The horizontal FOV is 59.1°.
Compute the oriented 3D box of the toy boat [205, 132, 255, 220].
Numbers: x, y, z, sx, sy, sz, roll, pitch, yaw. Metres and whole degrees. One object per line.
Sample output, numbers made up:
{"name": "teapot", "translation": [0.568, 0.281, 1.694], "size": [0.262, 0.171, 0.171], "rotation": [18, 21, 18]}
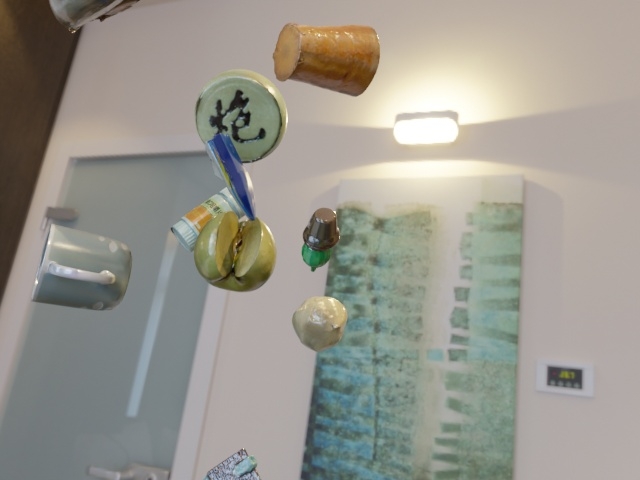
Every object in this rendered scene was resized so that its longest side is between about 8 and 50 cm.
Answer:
{"name": "toy boat", "translation": [-0.283, -0.197, 1.843], "size": [0.088, 0.295, 0.129], "rotation": [-24, 4, 12]}

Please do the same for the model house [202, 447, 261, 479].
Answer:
{"name": "model house", "translation": [-0.297, 0.932, 2.025], "size": [0.249, 0.280, 0.230], "rotation": [-43, -23, 16]}

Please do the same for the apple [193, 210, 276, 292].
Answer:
{"name": "apple", "translation": [-0.295, 0.039, 1.970], "size": [0.291, 0.254, 0.292], "rotation": [3, -34, 2]}

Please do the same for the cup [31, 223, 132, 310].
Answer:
{"name": "cup", "translation": [-0.772, 0.102, 1.858], "size": [0.274, 0.260, 0.356], "rotation": [14, -4, -28]}

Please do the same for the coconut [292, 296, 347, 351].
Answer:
{"name": "coconut", "translation": [0.001, 0.312, 2.113], "size": [0.224, 0.224, 0.224], "rotation": [8, -16, 2]}

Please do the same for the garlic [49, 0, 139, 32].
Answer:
{"name": "garlic", "translation": [-0.515, -0.591, 1.330], "size": [0.291, 0.210, 0.237], "rotation": [-20, -12, 33]}

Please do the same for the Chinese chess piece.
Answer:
{"name": "Chinese chess piece", "translation": [-0.299, -0.462, 2.123], "size": [0.349, 0.350, 0.146], "rotation": [9, 21, -1]}

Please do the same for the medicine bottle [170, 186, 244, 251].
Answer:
{"name": "medicine bottle", "translation": [-0.494, -0.092, 2.513], "size": [0.158, 0.318, 0.158], "rotation": [43, -22, 22]}

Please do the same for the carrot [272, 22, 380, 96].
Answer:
{"name": "carrot", "translation": [0.007, -0.490, 1.495], "size": [0.254, 0.196, 0.196], "rotation": [-1, -9, -32]}

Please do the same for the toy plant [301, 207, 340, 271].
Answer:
{"name": "toy plant", "translation": [0.000, 0.000, 1.637], "size": [0.105, 0.143, 0.200], "rotation": [22, -50, 10]}
